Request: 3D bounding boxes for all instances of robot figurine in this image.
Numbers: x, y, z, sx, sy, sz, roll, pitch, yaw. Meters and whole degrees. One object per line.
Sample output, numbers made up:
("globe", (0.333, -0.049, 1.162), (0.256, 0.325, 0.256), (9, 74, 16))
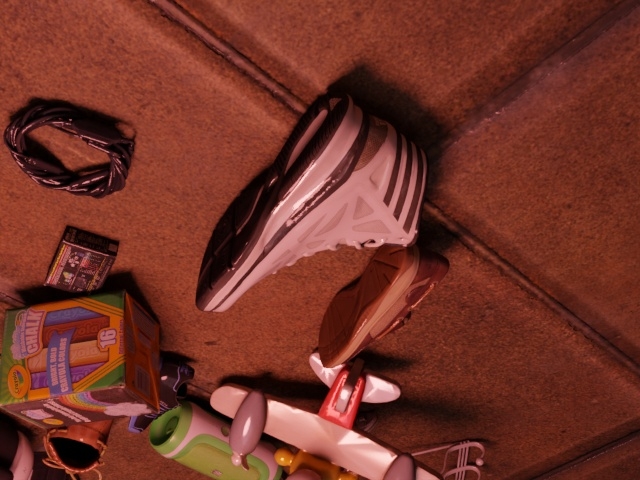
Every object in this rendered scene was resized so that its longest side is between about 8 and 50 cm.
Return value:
("robot figurine", (-0.730, 0.438, 1.607), (0.173, 0.209, 0.278), (-35, 128, 11))

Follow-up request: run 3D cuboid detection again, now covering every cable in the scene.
("cable", (-0.377, -0.130, 1.163), (0.184, 0.047, 0.150), (15, 137, -20))

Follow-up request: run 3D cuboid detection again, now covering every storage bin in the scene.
("storage bin", (-0.656, 0.554, 1.764), (0.180, 0.122, 0.084), (-2, 135, -1))

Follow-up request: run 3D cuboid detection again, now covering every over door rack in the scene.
("over door rack", (0.223, 0.585, 1.851), (0.324, 0.108, 0.240), (-3, 134, 1))

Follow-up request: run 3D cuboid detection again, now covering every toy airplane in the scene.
("toy airplane", (0.010, 0.416, 1.550), (0.386, 0.272, 0.384), (-18, 113, 32))

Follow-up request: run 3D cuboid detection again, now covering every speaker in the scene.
("speaker", (-0.221, 0.450, 1.682), (0.131, 0.131, 0.296), (-34, 127, 27))

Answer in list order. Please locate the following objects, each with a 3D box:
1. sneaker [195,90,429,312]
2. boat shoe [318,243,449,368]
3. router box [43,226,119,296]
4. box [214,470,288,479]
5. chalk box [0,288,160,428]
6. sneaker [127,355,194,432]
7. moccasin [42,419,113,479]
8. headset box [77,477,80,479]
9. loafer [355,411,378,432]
("sneaker", (0.000, 0.000, 1.217), (0.257, 0.169, 0.447), (27, 125, -24))
("boat shoe", (0.108, 0.126, 1.385), (0.123, 0.123, 0.342), (13, 133, -24))
("router box", (-0.408, 0.040, 1.327), (0.092, 0.038, 0.122), (19, 130, -22))
("box", (-0.149, 0.610, 1.876), (0.147, 0.078, 0.180), (-20, 133, 16))
("chalk box", (-0.450, 0.219, 1.381), (0.288, 0.179, 0.180), (-8, 152, 6))
("sneaker", (-0.326, 0.324, 1.582), (0.090, 0.081, 0.232), (19, 130, -11))
("moccasin", (-0.492, 0.415, 1.587), (0.139, 0.147, 0.380), (24, 146, -18))
("headset box", (-0.678, 0.685, 1.901), (0.218, 0.110, 0.293), (-2, 135, -1))
("loafer", (0.072, 0.410, 1.716), (0.039, 0.045, 0.125), (37, 126, -25))
